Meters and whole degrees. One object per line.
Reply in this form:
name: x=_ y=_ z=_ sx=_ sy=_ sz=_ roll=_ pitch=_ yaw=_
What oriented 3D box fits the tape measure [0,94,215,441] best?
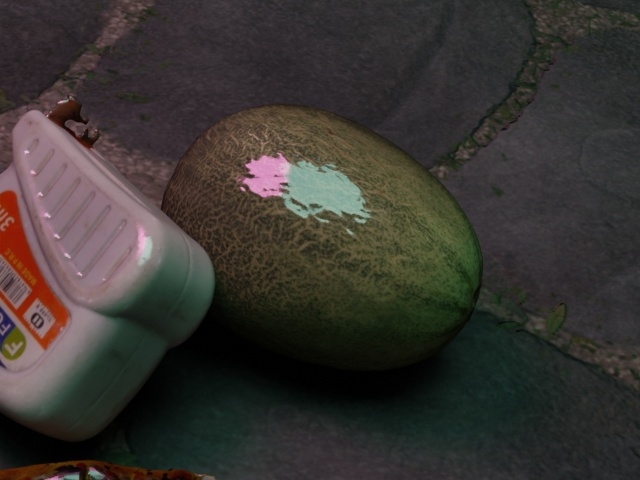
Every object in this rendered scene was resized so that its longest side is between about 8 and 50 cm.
tape measure: x=-0.235 y=0.035 z=1.268 sx=0.265 sy=0.130 sz=0.258 roll=-52 pitch=53 yaw=3

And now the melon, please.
melon: x=0.000 y=0.000 z=1.343 sx=0.329 sy=0.248 sz=0.248 roll=22 pitch=44 yaw=11

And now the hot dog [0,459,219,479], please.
hot dog: x=-0.191 y=0.252 z=1.152 sx=0.270 sy=0.082 sz=0.162 roll=0 pitch=41 yaw=-9
